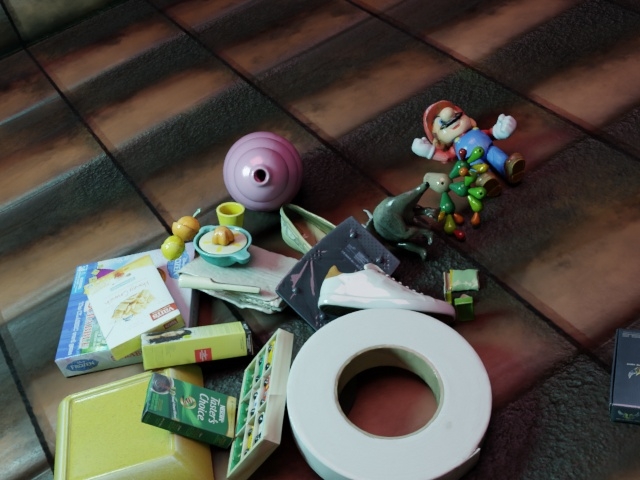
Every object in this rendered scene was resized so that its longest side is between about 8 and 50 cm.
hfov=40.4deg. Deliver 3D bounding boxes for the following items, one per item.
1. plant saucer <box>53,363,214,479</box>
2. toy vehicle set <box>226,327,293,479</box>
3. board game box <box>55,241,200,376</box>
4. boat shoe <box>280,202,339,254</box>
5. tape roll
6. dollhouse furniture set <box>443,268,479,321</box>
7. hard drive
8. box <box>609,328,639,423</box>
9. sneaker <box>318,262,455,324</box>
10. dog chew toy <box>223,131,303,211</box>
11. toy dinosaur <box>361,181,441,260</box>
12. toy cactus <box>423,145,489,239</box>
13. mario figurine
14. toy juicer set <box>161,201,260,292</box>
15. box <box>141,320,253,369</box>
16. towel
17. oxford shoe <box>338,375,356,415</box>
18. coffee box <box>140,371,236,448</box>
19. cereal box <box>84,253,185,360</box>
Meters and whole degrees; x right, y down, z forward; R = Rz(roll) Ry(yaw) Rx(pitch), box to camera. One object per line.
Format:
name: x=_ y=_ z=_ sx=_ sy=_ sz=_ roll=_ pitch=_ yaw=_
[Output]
plant saucer: x=-0.400 y=0.397 z=1.777 sx=0.333 sy=0.081 sz=0.333 roll=-17 pitch=40 yaw=0
toy vehicle set: x=-0.117 y=0.322 z=1.710 sx=0.035 sy=0.166 sz=0.267 roll=24 pitch=40 yaw=-16
board game box: x=-0.446 y=0.157 z=2.069 sx=0.318 sy=0.066 sz=0.319 roll=-12 pitch=41 yaw=6
boat shoe: x=0.000 y=0.000 z=2.072 sx=0.285 sy=0.089 sz=0.104 roll=27 pitch=56 yaw=39
tape roll: x=0.130 y=0.301 z=1.646 sx=0.392 sy=0.072 sz=0.392 roll=-1 pitch=49 yaw=1
dollhouse furniture set: x=0.304 y=0.100 z=1.879 sx=0.076 sy=0.058 sz=0.152 roll=-7 pitch=42 yaw=12
hard drive: x=0.037 y=0.084 z=1.934 sx=0.172 sy=0.054 sz=0.254 roll=43 pitch=69 yaw=7
box: x=0.654 y=0.254 z=1.587 sx=0.232 sy=0.059 sz=0.183 roll=3 pitch=46 yaw=22
sneaker: x=0.146 y=0.106 z=1.843 sx=0.290 sy=0.106 sz=0.123 roll=9 pitch=63 yaw=5
dog chew toy: x=-0.143 y=-0.167 z=2.150 sx=0.206 sy=0.207 sz=0.332 roll=-18 pitch=6 yaw=0
toy dinosaur: x=0.179 y=-0.040 z=1.972 sx=0.160 sy=0.313 sz=0.121 roll=13 pitch=72 yaw=0
toy cactus: x=0.311 y=-0.123 z=2.054 sx=0.112 sy=0.219 sz=0.180 roll=1 pitch=14 yaw=-40
mario figurine: x=0.358 y=-0.255 z=2.166 sx=0.198 sy=0.170 sz=0.320 roll=-7 pitch=40 yaw=-31
toy juicer set: x=-0.262 y=0.013 z=2.007 sx=0.209 sy=0.089 sz=0.329 roll=-6 pitch=33 yaw=-10
box: x=-0.266 y=0.224 z=1.873 sx=0.232 sy=0.058 sz=0.087 roll=-6 pitch=13 yaw=-13
towel: x=-0.168 y=0.079 z=2.032 sx=0.282 sy=0.049 sz=0.187 roll=19 pitch=36 yaw=26
oxford shoe: x=0.027 y=0.293 z=1.770 sx=0.076 sy=0.076 sz=0.212 roll=-25 pitch=32 yaw=41
coffee box: x=-0.260 y=0.338 z=1.738 sx=0.184 sy=0.040 sz=0.113 roll=22 pitch=32 yaw=-15
cereal box: x=-0.427 y=0.147 z=1.984 sx=0.173 sy=0.047 sz=0.240 roll=-28 pitch=42 yaw=-12
